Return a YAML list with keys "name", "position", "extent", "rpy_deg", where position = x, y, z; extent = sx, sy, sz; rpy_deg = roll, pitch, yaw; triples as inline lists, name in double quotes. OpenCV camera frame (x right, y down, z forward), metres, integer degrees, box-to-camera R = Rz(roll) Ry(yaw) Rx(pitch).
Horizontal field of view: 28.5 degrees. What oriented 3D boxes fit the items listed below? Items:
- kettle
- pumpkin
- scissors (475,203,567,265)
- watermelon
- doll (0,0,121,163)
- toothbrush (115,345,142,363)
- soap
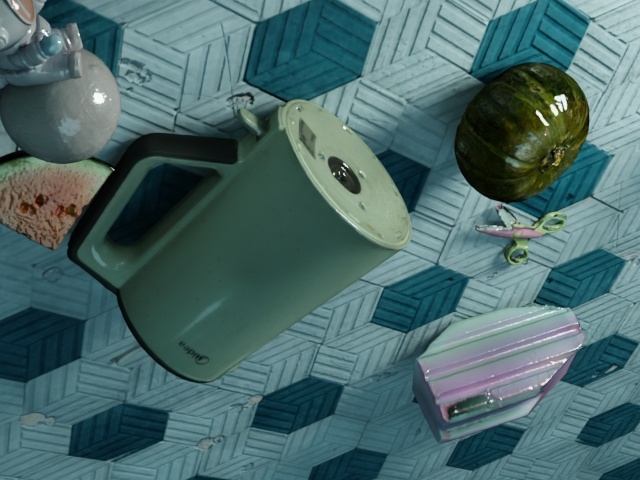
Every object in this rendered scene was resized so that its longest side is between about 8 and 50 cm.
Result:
- name: "kettle"
  position: [-0.128, -0.014, 1.742]
  extent: [0.376, 0.250, 0.361]
  rpy_deg: [-39, 122, 24]
- name: "pumpkin"
  position: [0.292, -0.158, 1.839]
  extent: [0.223, 0.157, 0.224]
  rpy_deg: [-29, 147, -22]
- name: "scissors"
  position: [0.337, -0.018, 2.160]
  extent: [0.133, 0.020, 0.187]
  rpy_deg: [-45, 141, 22]
- name: "watermelon"
  position: [-0.362, -0.071, 1.623]
  extent: [0.193, 0.145, 0.137]
  rpy_deg: [-8, 115, -10]
- name: "doll"
  position: [-0.336, -0.208, 1.429]
  extent: [0.151, 0.151, 0.287]
  rpy_deg: [-27, 141, 3]
- name: "toothbrush"
  position: [-0.282, 0.164, 2.044]
  extent: [0.131, 0.011, 0.013]
  rpy_deg: [-33, 123, 13]
- name: "soap"
  position: [0.333, 0.232, 2.332]
  extent: [0.323, 0.193, 0.109]
  rpy_deg: [-17, 146, -12]
